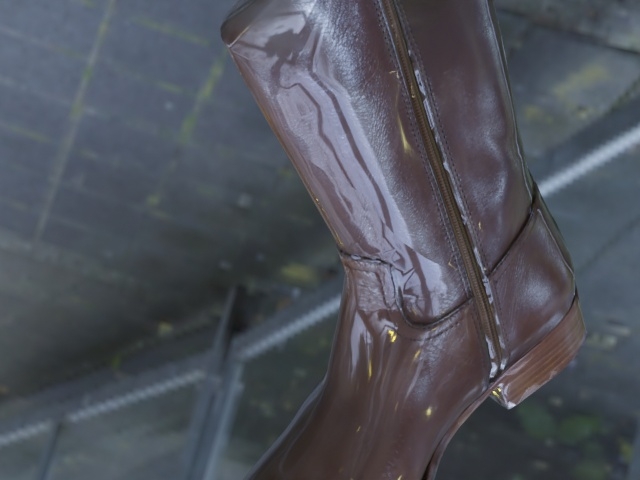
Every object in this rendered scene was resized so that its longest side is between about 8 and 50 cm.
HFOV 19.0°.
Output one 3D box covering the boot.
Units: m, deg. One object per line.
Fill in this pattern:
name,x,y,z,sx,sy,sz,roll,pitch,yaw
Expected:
boot,0.000,0.000,0.348,0.037,0.106,0.114,22,144,42
